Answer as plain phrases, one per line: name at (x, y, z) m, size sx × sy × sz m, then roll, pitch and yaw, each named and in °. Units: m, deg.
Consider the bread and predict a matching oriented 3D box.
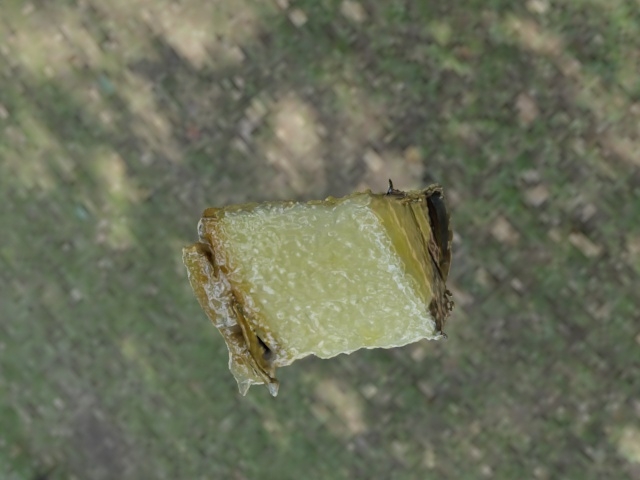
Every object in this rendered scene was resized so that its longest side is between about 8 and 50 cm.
bread at (0.000, 0.000, 1.099) m, size 0.147 × 0.152 × 0.127 m, roll -11°, pitch 123°, yaw 17°
